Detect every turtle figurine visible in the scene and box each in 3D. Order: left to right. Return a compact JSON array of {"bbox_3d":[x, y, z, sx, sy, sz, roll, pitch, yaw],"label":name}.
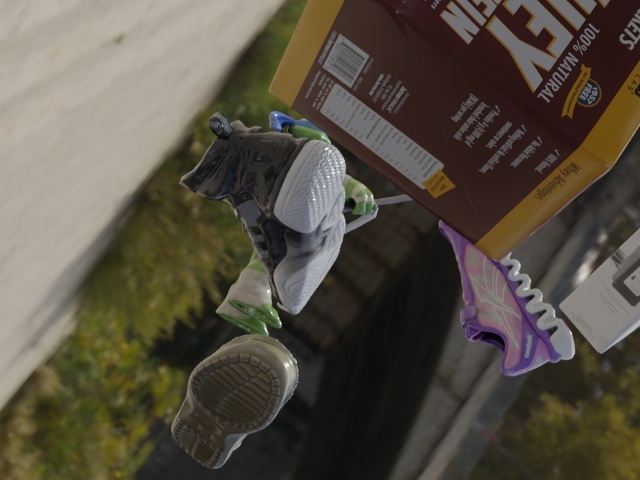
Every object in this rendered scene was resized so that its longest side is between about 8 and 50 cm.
[{"bbox_3d":[0.000,0.000,1.759,0.197,0.274,0.266,7,-116,49],"label":"turtle figurine"}]

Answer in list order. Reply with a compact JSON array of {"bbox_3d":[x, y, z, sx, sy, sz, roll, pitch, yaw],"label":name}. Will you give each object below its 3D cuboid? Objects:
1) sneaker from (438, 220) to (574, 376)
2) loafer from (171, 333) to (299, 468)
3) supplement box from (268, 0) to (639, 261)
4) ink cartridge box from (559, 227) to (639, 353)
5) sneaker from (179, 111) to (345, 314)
[{"bbox_3d":[0.205,0.068,1.744,0.104,0.236,0.095,-34,161,-1],"label":"sneaker"},{"bbox_3d":[-0.091,0.162,1.572,0.092,0.102,0.268,-51,-178,-35],"label":"loafer"},{"bbox_3d":[0.097,-0.116,0.883,0.129,0.194,0.191,-53,180,-21],"label":"supplement box"},{"bbox_3d":[0.309,0.014,1.274,0.104,0.060,0.180,-22,158,-49],"label":"ink cartridge box"},{"bbox_3d":[-0.059,-0.035,1.476,0.101,0.153,0.269,-54,163,-29],"label":"sneaker"}]
